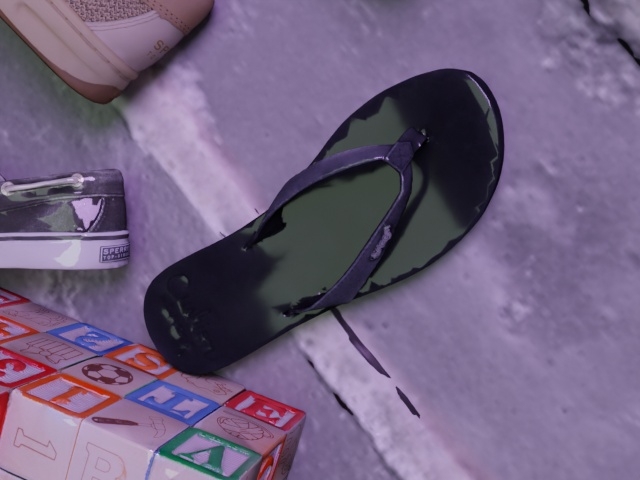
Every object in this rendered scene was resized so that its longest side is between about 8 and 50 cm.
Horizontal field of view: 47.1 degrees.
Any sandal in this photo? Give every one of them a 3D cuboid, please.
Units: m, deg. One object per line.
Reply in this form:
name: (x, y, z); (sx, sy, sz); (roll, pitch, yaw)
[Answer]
sandal: (0.000, 0.001, 0.426); (0.254, 0.054, 0.097); (-38, 83, 14)

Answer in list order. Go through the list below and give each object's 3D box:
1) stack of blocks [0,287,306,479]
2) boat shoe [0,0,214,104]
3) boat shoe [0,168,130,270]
stack of blocks: (-0.177, 0.106, 0.421); (0.297, 0.171, 0.087); (19, 98, 13)
boat shoe: (-0.193, -0.230, 0.377); (0.110, 0.121, 0.341); (-38, 125, 5)
boat shoe: (-0.230, -0.018, 0.481); (0.219, 0.078, 0.070); (0, 94, 7)
